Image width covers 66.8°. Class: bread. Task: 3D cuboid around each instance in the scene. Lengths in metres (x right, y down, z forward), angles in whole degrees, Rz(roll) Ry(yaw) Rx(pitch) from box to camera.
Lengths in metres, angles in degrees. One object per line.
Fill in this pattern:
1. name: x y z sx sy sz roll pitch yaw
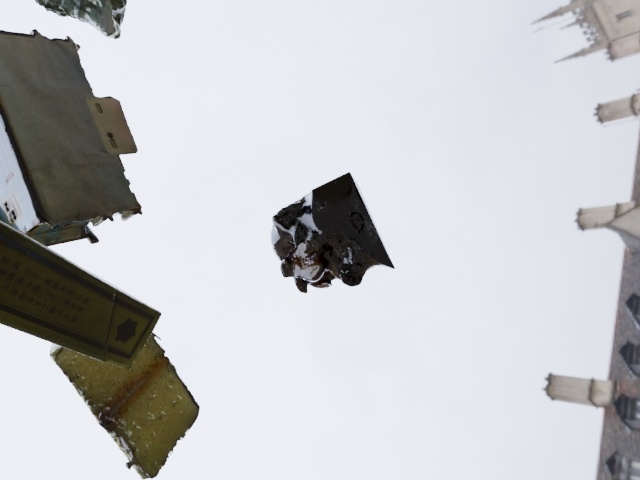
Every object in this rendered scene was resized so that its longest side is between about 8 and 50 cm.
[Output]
1. bread: -0.333 0.248 0.827 0.178 0.141 0.266 -42 -69 -47

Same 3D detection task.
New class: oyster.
1. oyster: -0.422 -0.475 0.808 0.267 0.112 0.198 29 -96 -9

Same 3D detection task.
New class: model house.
1. model house: -0.369 -0.106 0.624 0.178 0.206 0.271 -25 -88 -56

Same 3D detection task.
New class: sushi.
1. sushi: 0.000 0.000 1.030 0.212 0.227 0.216 -25 -84 -10

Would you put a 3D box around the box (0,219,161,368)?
1. box: -0.244 0.021 0.372 0.064 0.141 0.220 -63 -27 -16
